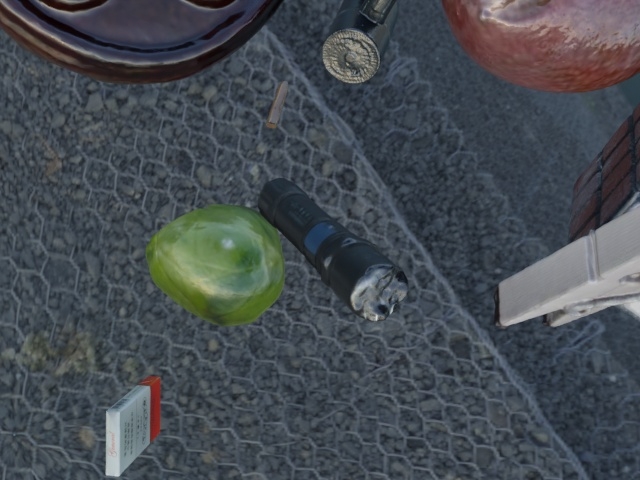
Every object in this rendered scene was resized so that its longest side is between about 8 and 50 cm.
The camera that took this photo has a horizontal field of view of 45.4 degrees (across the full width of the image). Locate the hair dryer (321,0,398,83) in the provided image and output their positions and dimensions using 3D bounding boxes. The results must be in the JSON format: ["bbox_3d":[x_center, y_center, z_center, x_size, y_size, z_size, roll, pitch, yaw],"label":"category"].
[{"bbox_3d":[0.076,-0.288,0.850,0.071,0.219,0.124,26,48,-7],"label":"hair dryer"}]

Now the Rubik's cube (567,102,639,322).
[{"bbox_3d":[0.605,-0.053,1.140,0.337,0.344,0.344,33,36,3],"label":"Rubik's cube"}]

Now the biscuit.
[{"bbox_3d":[-0.206,-0.377,0.829,0.407,0.091,0.408,-1,92,-16],"label":"biscuit"}]

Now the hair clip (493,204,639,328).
[{"bbox_3d":[0.343,0.047,0.962,0.101,0.331,0.085,14,69,-13],"label":"hair clip"}]

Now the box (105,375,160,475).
[{"bbox_3d":[-0.395,0.388,1.629,0.035,0.245,0.139,2,98,6],"label":"box"}]

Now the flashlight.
[{"bbox_3d":[0.000,0.000,1.274,0.103,0.424,0.103,-11,117,-23],"label":"flashlight"}]

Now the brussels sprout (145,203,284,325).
[{"bbox_3d":[-0.225,0.046,1.726,0.344,0.344,0.268,27,81,-13],"label":"brussels sprout"}]

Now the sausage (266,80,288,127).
[{"bbox_3d":[-0.094,-0.301,1.687,0.026,0.026,0.116,22,67,-16],"label":"sausage"}]

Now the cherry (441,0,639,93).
[{"bbox_3d":[0.241,-0.271,0.763,0.307,0.221,0.261,-35,115,-28],"label":"cherry"}]
